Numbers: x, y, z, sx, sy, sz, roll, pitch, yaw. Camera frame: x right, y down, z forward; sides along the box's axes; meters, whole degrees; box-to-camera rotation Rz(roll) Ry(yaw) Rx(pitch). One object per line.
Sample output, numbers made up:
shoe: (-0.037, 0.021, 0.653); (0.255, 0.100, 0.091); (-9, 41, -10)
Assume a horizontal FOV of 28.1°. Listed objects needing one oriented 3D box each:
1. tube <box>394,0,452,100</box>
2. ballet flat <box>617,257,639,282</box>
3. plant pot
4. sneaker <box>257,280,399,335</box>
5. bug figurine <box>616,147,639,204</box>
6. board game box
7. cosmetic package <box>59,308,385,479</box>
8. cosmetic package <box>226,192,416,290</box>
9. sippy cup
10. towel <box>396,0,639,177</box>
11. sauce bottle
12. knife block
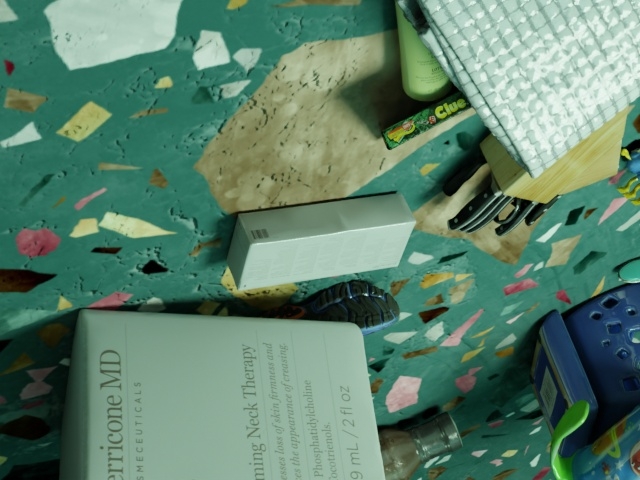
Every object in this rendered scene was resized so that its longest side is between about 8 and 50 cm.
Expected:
tube: (0.117, -0.260, 1.436); (0.062, 0.070, 0.240); (14, 143, 17)
ballet flat: (0.550, 0.044, 2.135); (0.114, 0.041, 0.041); (-23, 146, -1)
plant pot: (0.490, 0.240, 2.196); (0.212, 0.236, 0.236); (-11, 143, -8)
sneaker: (0.008, 0.123, 1.878); (0.221, 0.083, 0.087); (-12, 152, -3)
bug figurine: (0.562, -0.071, 1.804); (0.216, 0.279, 0.072); (40, 72, -22)
board game box: (0.193, -0.180, 1.554); (0.259, 0.030, 0.136); (-27, 180, 3)
cosmetic package: (-0.150, 0.324, 1.746); (0.393, 0.329, 0.327); (4, 138, -15)
cosmetic package: (0.000, 0.000, 1.709); (0.239, 0.060, 0.099); (-8, 141, -23)
sippy cup: (0.536, 0.361, 2.016); (0.305, 0.240, 0.224); (8, 129, -35)
towel: (0.235, -0.242, 1.386); (0.235, 0.121, 0.284); (-37, 122, 7)
sauce bottle: (0.083, 0.404, 2.260); (0.344, 0.111, 0.111); (-21, 146, -2)
knife block: (0.271, -0.115, 1.684); (0.242, 0.088, 0.276); (-20, 151, -4)
